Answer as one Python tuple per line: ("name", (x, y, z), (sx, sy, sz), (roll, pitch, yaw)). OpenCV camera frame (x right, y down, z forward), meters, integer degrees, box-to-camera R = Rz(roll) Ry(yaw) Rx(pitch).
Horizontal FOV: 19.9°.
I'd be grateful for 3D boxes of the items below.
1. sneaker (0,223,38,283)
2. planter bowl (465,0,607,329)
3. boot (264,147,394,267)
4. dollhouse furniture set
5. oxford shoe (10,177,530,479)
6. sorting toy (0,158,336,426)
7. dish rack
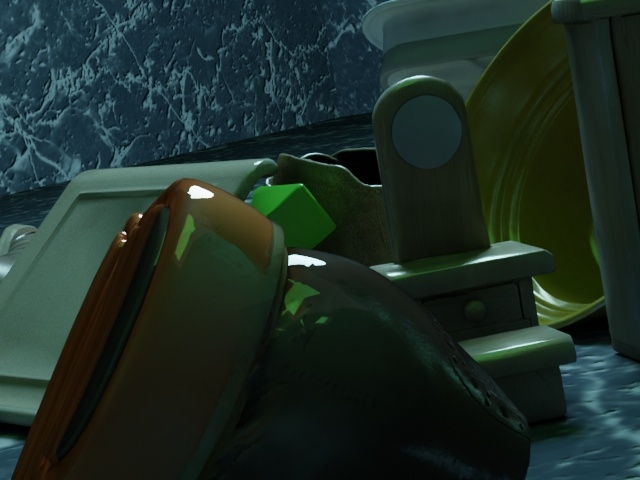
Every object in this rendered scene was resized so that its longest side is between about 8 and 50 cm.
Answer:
("sneaker", (-0.225, 0.033, 1.424), (0.071, 0.066, 0.188), (8, 13, 5))
("planter bowl", (0.167, -0.034, 1.002), (0.090, 0.217, 0.217), (27, -16, -32))
("boot", (0.000, 0.000, 1.074), (0.112, 0.115, 0.305), (-14, 6, -19))
("dollhouse furniture set", (0.193, -0.023, 0.707), (0.303, 0.174, 0.355), (-11, 6, -10))
("oxford shoe", (-0.030, 0.068, 0.654), (0.132, 0.130, 0.363), (22, -6, -9))
("sorting toy", (-0.123, 0.034, 1.015), (0.347, 0.047, 0.196), (0, 47, 50))
("dish rack", (0.211, -0.080, 1.194), (0.285, 0.072, 0.333), (-4, -20, 35))
